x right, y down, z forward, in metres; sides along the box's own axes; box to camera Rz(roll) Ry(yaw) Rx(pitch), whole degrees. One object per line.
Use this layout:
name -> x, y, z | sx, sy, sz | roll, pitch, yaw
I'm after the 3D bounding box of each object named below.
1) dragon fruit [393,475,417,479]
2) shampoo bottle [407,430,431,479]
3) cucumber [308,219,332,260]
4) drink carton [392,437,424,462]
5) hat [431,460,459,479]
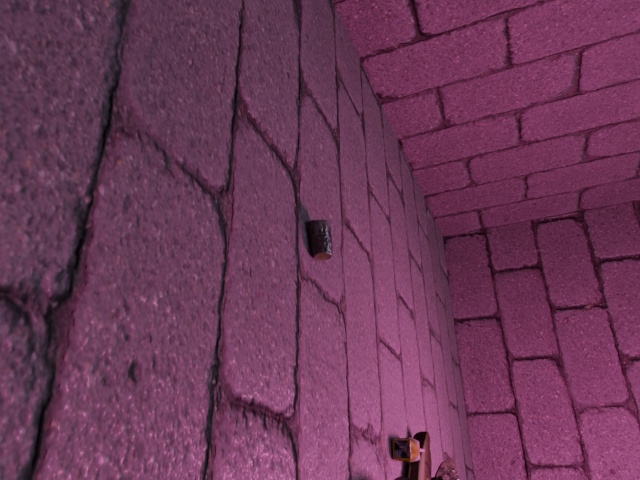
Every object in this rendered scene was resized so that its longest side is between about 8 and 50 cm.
dragon fruit -> 0.247, 0.830, 1.472 | 0.283, 0.204, 0.221 | 51, 57, -4
shampoo bottle -> 0.357, 0.844, 1.919 | 0.350, 0.084, 0.125 | -63, 138, -61
cucumber -> 0.000, -0.002, 1.445 | 0.064, 0.064, 0.111 | 21, 62, -67
drink carton -> 0.309, 0.732, 1.859 | 0.200, 0.075, 0.084 | 45, 39, -59
hat -> 0.434, 0.965, 1.998 | 0.265, 0.129, 0.265 | 38, 43, -47
